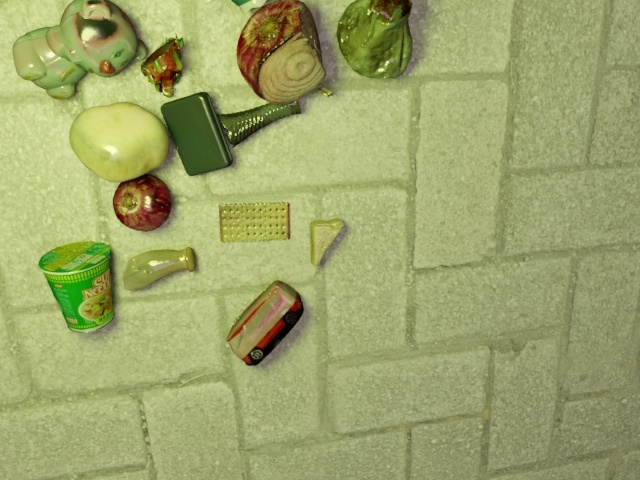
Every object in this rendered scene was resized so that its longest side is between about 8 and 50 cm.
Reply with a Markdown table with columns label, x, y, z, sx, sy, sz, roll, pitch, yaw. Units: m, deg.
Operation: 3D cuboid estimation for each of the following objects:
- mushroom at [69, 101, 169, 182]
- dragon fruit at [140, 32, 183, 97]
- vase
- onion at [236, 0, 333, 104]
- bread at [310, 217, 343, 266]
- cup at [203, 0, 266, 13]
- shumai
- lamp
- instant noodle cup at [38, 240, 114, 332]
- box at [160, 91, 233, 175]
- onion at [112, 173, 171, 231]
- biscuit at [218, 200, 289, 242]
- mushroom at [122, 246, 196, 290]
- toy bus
| label | x | y | z | sx | sy | sz | roll | pitch | yaw |
| --- | --- | --- | --- | --- | --- | --- | --- | --- | --- |
| mushroom | -0.571 | -0.262 | 1.497 | 0.260 | 0.254 | 0.234 | 17 | 141 | -12 |
| dragon fruit | -0.444 | -0.500 | 1.495 | 0.142 | 0.138 | 0.175 | 19 | 144 | 21 |
| vase | -0.180 | -0.376 | 1.591 | 0.237 | 0.115 | 0.116 | -25 | 112 | -5 |
| onion | -0.117 | -0.542 | 1.483 | 0.256 | 0.272 | 0.231 | -21 | 67 | -10 |
| bread | 0.020 | 0.006 | 1.771 | 0.105 | 0.077 | 0.152 | -3 | 110 | -9 |
| cup | -0.208 | -0.725 | 1.435 | 0.299 | 0.167 | 0.173 | -42 | 120 | -23 |
| shumai | 0.179 | -0.587 | 1.526 | 0.225 | 0.222 | 0.261 | -28 | 116 | -3 |
| lamp | -0.644 | -0.536 | 1.405 | 0.301 | 0.247 | 0.248 | -20 | 72 | 8 |
| instant noodle cup | -0.734 | 0.147 | 1.624 | 0.206 | 0.207 | 0.233 | -6 | 118 | -9 |
| box | -0.367 | -0.316 | 1.572 | 0.160 | 0.050 | 0.230 | -11 | 113 | 19 |
| onion | -0.536 | -0.115 | 1.585 | 0.177 | 0.153 | 0.177 | 0 | 110 | 1 |
| biscuit | -0.217 | -0.062 | 1.733 | 0.231 | 0.016 | 0.139 | -3 | 110 | -10 |
| mushroom | -0.524 | 0.082 | 1.683 | 0.246 | 0.096 | 0.108 | -19 | 86 | -8 |
| toy bus | -0.191 | 0.281 | 1.799 | 0.147 | 0.127 | 0.303 | 41 | 98 | -15 |
